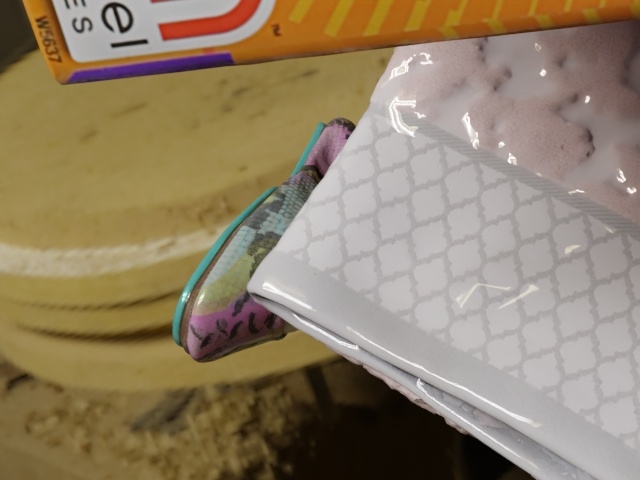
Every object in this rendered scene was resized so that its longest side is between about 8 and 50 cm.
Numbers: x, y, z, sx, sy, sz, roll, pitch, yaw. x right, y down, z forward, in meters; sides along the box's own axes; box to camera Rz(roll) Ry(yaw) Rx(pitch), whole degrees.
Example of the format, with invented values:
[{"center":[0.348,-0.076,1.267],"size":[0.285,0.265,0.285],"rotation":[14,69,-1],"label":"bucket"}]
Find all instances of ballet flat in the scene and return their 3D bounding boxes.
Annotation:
[{"center":[0.000,0.000,0.791],"size":[0.079,0.076,0.221],"rotation":[21,32,10],"label":"ballet flat"}]

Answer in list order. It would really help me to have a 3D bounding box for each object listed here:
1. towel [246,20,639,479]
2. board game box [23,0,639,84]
[{"center":[0.181,-0.029,0.578],"size":[0.332,0.053,0.317],"rotation":[30,81,19],"label":"towel"},{"center":[0.091,-0.296,0.389],"size":[0.356,0.356,0.356],"rotation":[-5,34,16],"label":"board game box"}]
